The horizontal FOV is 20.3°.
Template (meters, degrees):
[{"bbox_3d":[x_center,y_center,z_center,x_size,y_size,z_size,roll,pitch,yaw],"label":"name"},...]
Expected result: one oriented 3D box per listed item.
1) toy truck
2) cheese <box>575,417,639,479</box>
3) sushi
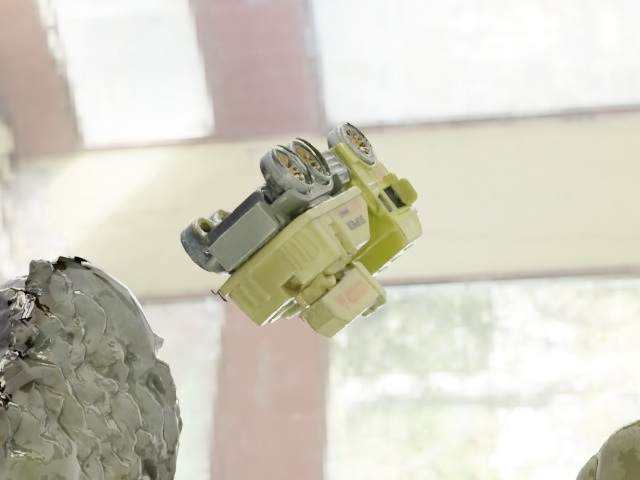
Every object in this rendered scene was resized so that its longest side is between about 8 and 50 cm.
[{"bbox_3d":[0.000,0.000,1.554,0.157,0.124,0.272,51,20,4],"label":"toy truck"},{"bbox_3d":[0.118,0.151,0.569,0.065,0.043,0.194,-42,-135,49],"label":"cheese"},{"bbox_3d":[-0.097,0.079,0.540,0.090,0.078,0.150,48,35,-34],"label":"sushi"}]
